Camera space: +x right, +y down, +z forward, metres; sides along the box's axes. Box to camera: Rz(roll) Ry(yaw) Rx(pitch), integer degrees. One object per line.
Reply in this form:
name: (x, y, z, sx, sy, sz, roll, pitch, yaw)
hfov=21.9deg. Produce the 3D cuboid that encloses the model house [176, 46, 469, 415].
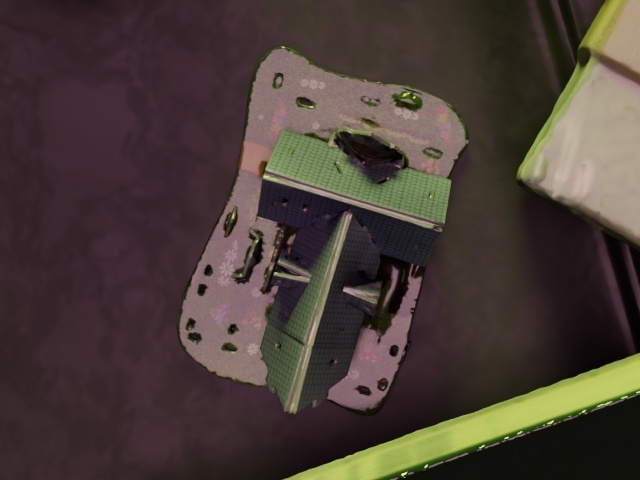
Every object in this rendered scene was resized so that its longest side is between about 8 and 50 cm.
model house: (0.000, 0.000, 0.775, 0.117, 0.088, 0.167, 19, 93, 0)

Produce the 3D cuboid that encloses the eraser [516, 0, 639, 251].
eraser: (0.231, -0.144, 0.765, 0.144, 0.078, 0.343, 29, 94, 2)

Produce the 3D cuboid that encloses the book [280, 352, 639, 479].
book: (0.102, 0.196, 0.773, 0.371, 0.043, 0.260, -19, 111, 4)
